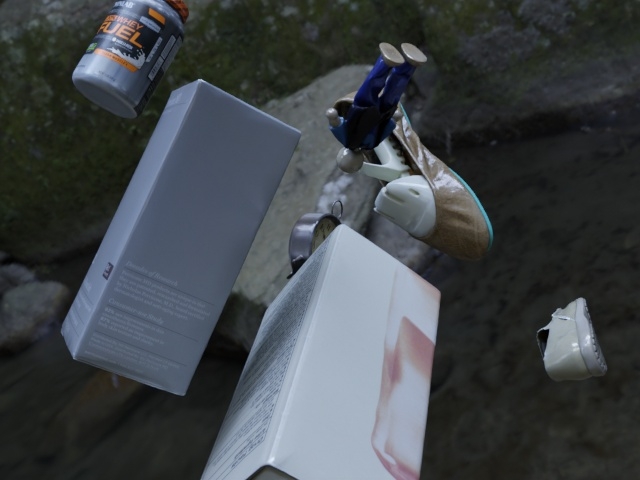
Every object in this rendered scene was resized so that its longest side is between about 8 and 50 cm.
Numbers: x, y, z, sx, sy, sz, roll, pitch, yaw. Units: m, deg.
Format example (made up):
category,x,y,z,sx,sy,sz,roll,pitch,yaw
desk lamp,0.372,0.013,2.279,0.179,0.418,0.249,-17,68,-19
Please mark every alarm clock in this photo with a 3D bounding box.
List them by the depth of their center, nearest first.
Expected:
category,x,y,z,sx,sy,sz,roll,pitch,yaw
alarm clock,0.000,0.000,1.516,0.064,0.129,0.192,5,51,33

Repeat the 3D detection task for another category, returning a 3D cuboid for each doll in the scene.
category,x,y,z,sx,sy,sz,roll,pitch,yaw
doll,0.063,-0.165,1.066,0.129,0.046,0.189,-10,-39,-36

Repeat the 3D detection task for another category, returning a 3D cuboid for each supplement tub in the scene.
category,x,y,z,sx,sy,sz,roll,pitch,yaw
supplement tub,-0.285,-0.294,1.264,0.117,0.117,0.190,2,63,57

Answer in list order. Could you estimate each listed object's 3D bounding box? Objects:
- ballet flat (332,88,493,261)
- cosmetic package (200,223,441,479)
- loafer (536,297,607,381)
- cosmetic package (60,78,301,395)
category,x,y,z,sx,sy,sz,roll,pitch,yaw
ballet flat,0.114,-0.099,1.204,0.124,0.342,0.116,-7,-35,-33
cosmetic package,0.004,0.142,0.705,0.153,0.129,0.296,-48,13,35
loafer,0.398,0.159,1.332,0.092,0.102,0.268,-17,0,15
cosmetic package,-0.119,-0.006,0.692,0.127,0.107,0.238,9,77,69
